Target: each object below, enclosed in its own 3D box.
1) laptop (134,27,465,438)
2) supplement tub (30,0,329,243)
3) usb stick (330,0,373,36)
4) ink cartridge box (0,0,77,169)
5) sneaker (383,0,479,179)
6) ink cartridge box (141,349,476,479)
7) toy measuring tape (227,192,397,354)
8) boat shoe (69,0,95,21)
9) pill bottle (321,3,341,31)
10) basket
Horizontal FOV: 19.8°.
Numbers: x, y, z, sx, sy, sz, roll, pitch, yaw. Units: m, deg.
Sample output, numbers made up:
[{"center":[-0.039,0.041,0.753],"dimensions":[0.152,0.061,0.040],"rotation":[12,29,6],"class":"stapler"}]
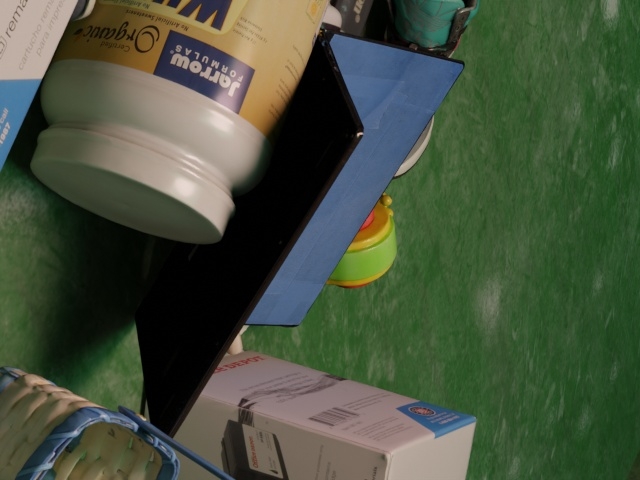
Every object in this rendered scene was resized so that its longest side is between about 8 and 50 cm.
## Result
[{"center":[0.000,0.000,1.898],"dimensions":[0.382,0.236,0.408],"rotation":[-58,-158,20],"class":"laptop"},{"center":[-0.130,-0.177,1.748],"dimensions":[0.228,0.228,0.316],"rotation":[44,62,-59],"class":"supplement tub"},{"center":[0.046,-0.322,2.218],"dimensions":[0.077,0.045,0.278],"rotation":[46,61,-59],"class":"usb stick"},{"center":[-0.362,-0.222,1.358],"dimensions":[0.395,0.166,0.285],"rotation":[49,57,-56],"class":"ink cartridge box"},{"center":[0.117,-0.233,2.258],"dimensions":[0.178,0.124,0.295],"rotation":[94,13,-62],"class":"sneaker"},{"center":[-0.016,0.231,2.047],"dimensions":[0.223,0.307,0.129],"rotation":[-11,113,-61],"class":"ink cartridge box"},{"center":[0.007,0.035,2.219],"dimensions":[0.330,0.121,0.121],"rotation":[-49,141,-43],"class":"toy measuring tape"},{"center":[-0.257,-0.303,1.601],"dimensions":[0.079,0.095,0.254],"rotation":[-45,137,-49],"class":"boat shoe"},{"center":[-0.036,-0.214,2.040],"dimensions":[0.108,0.108,0.193],"rotation":[6,95,-62],"class":"pill bottle"},{"center":[-0.218,0.261,1.657],"dimensions":[0.255,0.289,0.201],"rotation":[-52,141,-2],"class":"basket"}]
